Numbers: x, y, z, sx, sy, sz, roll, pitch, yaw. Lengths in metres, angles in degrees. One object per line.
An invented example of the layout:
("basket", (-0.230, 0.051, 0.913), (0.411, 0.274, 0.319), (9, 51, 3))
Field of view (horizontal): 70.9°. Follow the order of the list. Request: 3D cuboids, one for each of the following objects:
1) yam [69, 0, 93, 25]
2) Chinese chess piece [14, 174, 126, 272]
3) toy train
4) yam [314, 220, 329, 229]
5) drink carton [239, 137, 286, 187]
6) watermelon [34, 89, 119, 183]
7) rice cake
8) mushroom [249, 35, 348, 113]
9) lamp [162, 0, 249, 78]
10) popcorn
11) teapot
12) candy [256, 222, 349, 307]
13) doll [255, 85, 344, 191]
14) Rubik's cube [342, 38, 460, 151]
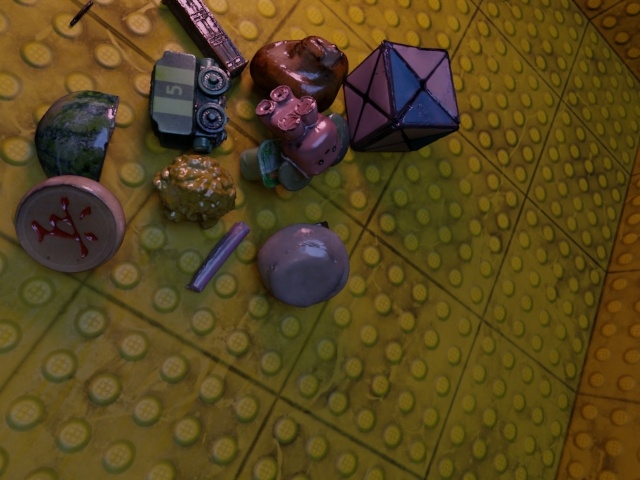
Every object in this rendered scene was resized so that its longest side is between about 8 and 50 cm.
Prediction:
("yam", (-0.700, -0.668, 1.317), (0.014, 0.014, 0.107), (34, 67, -19))
("Chinese chess piece", (-0.628, -0.041, 1.141), (0.250, 0.103, 0.249), (-4, 109, -11))
("toy train", (-0.393, -0.410, 1.361), (0.238, 0.167, 0.299), (4, 78, -17))
("yam", (-0.001, 0.000, 1.536), (0.084, 0.084, 0.127), (-12, 91, -29))
("drink carton", (-0.176, -0.248, 1.432), (0.146, 0.142, 0.144), (-22, 109, -39))
("watermelon", (-0.640, -0.252, 1.214), (0.224, 0.180, 0.305), (4, 80, 18))
("rice cake", (-0.310, 0.049, 1.379), (0.055, 0.049, 0.270), (50, 61, -27))
("mushroom", (-0.050, -0.571, 1.460), (0.345, 0.259, 0.345), (5, 48, -5))
("lamp", (-0.372, -0.675, 1.450), (0.089, 0.090, 0.325), (-43, 101, -26))
("popcorn", (-0.364, -0.134, 1.308), (0.235, 0.217, 0.181), (-6, 57, -22))
("teapot", (-0.031, -0.354, 1.536), (0.251, 0.183, 0.183), (6, 78, -17))
("candy", (-0.055, 0.071, 1.417), (0.295, 0.185, 0.295), (-2, 104, -9))
("doll", (-0.047, -0.302, 1.354), (0.216, 0.268, 0.284), (37, 76, 30))
("Rubik's cube", (0.293, -0.502, 1.644), (0.307, 0.310, 0.305), (-3, 82, -26))
